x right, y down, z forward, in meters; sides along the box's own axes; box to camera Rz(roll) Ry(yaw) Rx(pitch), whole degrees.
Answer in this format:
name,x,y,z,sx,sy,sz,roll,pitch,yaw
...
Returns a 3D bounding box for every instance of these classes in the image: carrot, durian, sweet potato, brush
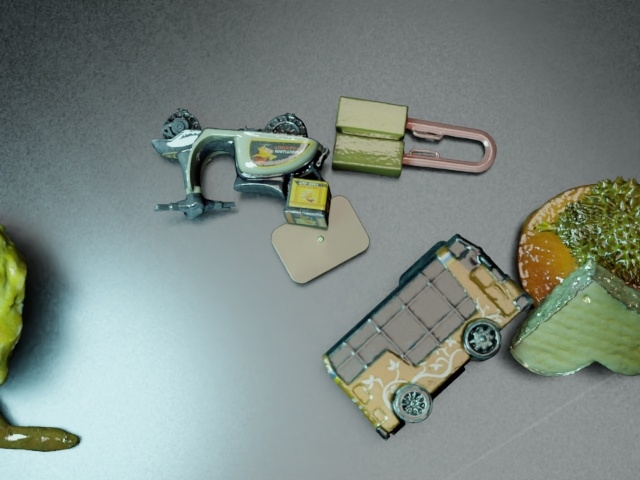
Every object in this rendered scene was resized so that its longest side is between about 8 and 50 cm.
name,x,y,z,sx,sy,sz,roll,pitch,yaw
carrot,0.420,0.048,1.823,0.307,0.100,0.258,29,85,13
durian,0.388,-0.016,1.743,0.208,0.102,0.146,8,87,18
sweet potato,-0.471,0.254,1.812,0.269,0.075,0.075,17,83,-1
brush,0.136,-0.140,1.866,0.233,0.047,0.103,8,83,1

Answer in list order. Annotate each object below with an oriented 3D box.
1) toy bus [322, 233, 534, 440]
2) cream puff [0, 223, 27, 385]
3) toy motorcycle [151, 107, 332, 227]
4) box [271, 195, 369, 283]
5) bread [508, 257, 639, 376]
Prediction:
name,x,y,z,sx,sy,sz,roll,pitch,yaw
toy bus,0.145,0.129,1.788,0.275,0.138,0.167,-41,82,-2
cream puff,-0.500,0.081,1.739,0.185,0.282,0.282,9,82,-21
toy motorcycle,-0.114,-0.103,1.838,0.263,0.091,0.157,5,75,7
box,0.000,0.000,1.858,0.126,0.031,0.091,-30,83,-3
bread,0.357,0.103,1.726,0.232,0.064,0.172,-4,122,21
